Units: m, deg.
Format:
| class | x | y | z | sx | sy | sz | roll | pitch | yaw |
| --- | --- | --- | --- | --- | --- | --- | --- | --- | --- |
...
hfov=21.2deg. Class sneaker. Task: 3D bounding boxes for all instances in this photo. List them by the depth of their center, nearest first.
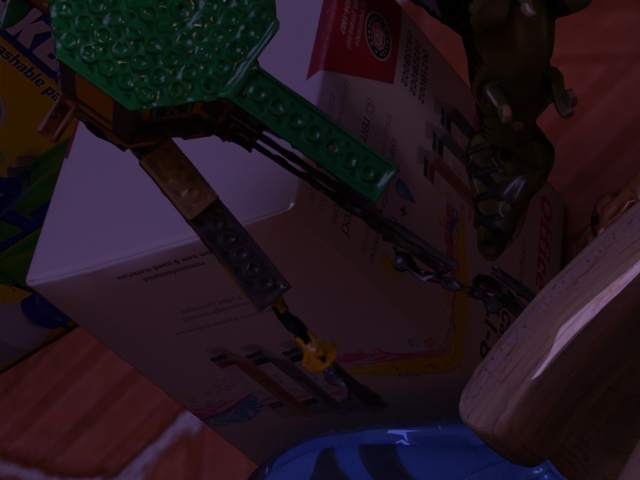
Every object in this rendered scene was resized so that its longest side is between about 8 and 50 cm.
| class | x | y | z | sx | sy | sz | roll | pitch | yaw |
| --- | --- | --- | --- | --- | --- | --- | --- | --- | --- |
| sneaker | 0.046 | 0.113 | 0.620 | 0.209 | 0.069 | 0.082 | -13 | 52 | 36 |

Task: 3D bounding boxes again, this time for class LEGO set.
| class | x | y | z | sx | sy | sz | roll | pitch | yaw |
| --- | --- | --- | --- | --- | --- | --- | --- | --- | --- |
| LEGO set | 0.076 | -0.052 | 0.552 | 0.255 | 0.331 | 0.192 | -64 | 4 | -9 |

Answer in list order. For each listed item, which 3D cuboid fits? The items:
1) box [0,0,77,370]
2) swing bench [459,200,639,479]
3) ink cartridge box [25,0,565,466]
| class | x | y | z | sx | sy | sz | roll | pitch | yaw |
| --- | --- | --- | --- | --- | --- | --- | --- | --- | --- |
| box | -0.205 | -0.102 | 0.872 | 0.279 | 0.290 | 0.177 | -32 | 40 | 21 |
| swing bench | 0.140 | 0.133 | 0.355 | 0.165 | 0.253 | 0.255 | -8 | 52 | 40 |
| ink cartridge box | 0.000 | 0.000 | 0.677 | 0.127 | 0.176 | 0.128 | -15 | 48 | 32 |
